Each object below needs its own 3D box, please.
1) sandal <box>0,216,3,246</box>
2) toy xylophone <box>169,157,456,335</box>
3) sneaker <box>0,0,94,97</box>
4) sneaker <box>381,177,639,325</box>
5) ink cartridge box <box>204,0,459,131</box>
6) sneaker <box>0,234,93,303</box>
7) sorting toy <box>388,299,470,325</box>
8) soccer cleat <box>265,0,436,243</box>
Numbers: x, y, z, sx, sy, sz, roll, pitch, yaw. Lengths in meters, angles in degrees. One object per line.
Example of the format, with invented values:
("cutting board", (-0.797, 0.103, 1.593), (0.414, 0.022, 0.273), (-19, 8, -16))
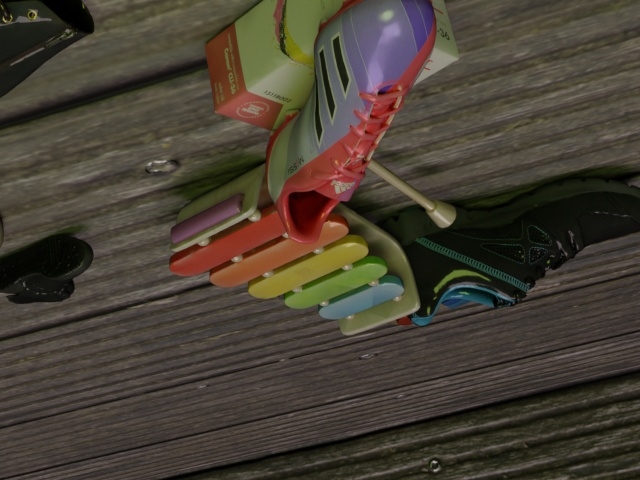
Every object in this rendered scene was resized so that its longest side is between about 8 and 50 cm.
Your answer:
("sandal", (-0.347, -0.016, 0.935), (0.072, 0.049, 0.180), (-6, 159, -14))
("toy xylophone", (0.000, 0.000, 1.063), (0.323, 0.081, 0.236), (23, 141, -38))
("sneaker", (-0.247, -0.154, 0.597), (0.118, 0.083, 0.222), (-25, 166, 20))
("sneaker", (0.249, 0.016, 1.209), (0.341, 0.139, 0.125), (-12, 160, 1))
("ink cartridge box", (0.021, -0.153, 0.739), (0.198, 0.067, 0.115), (-28, 153, 37))
("sneaker", (-0.306, 0.038, 1.108), (0.170, 0.051, 0.089), (-16, 160, 25))
("sorting toy", (0.138, 0.072, 1.439), (0.229, 0.041, 0.307), (-20, 158, 22))
("soccer cleat", (0.020, -0.083, 0.692), (0.083, 0.095, 0.248), (0, 158, -22))
